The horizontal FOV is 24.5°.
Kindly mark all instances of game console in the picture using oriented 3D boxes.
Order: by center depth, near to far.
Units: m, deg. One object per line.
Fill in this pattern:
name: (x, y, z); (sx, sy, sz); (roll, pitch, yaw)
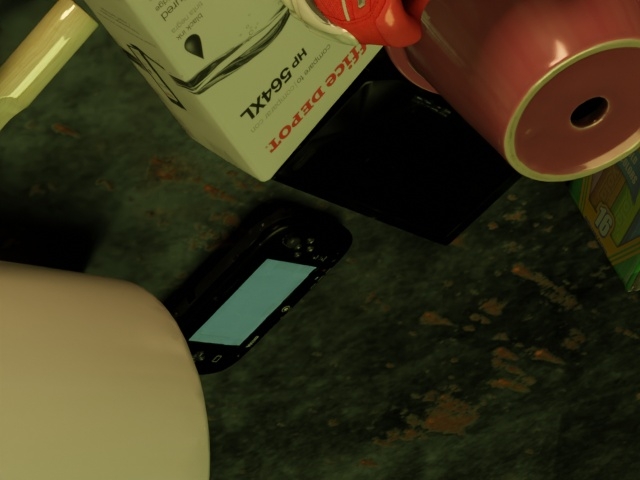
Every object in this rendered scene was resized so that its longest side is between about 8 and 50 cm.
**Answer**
game console: (0.000, 0.000, 1.226); (0.213, 0.044, 0.361); (19, 126, -42)

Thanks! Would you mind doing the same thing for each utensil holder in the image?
utensil holder: (-0.315, 0.158, 1.020); (0.385, 0.327, 0.327); (9, 132, -37)

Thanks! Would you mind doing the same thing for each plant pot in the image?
plant pot: (0.150, -0.147, 1.014); (0.201, 0.180, 0.201); (-15, 141, -12)

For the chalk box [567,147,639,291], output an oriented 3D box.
chalk box: (0.321, -0.078, 1.233); (0.132, 0.132, 0.213); (-3, 137, -24)

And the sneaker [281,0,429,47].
sneaker: (0.092, -0.223, 0.886); (0.279, 0.118, 0.107); (-55, 146, -10)

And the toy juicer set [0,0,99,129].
toy juicer set: (-0.239, -0.176, 0.866); (0.209, 0.089, 0.329); (-36, 142, -14)

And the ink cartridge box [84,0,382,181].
ink cartridge box: (-0.053, -0.157, 0.931); (0.148, 0.086, 0.203); (-50, 143, -10)
